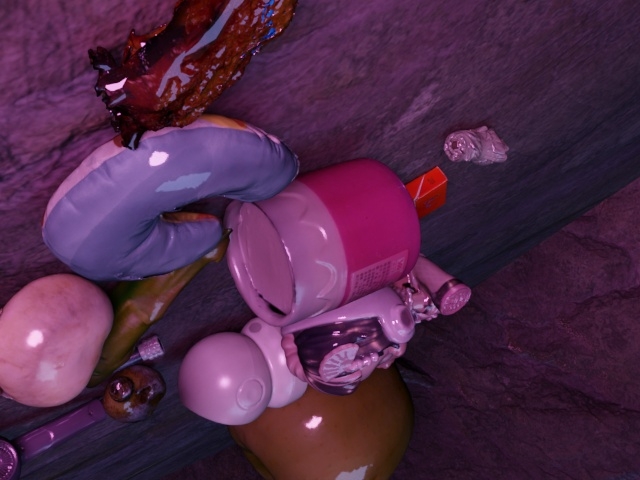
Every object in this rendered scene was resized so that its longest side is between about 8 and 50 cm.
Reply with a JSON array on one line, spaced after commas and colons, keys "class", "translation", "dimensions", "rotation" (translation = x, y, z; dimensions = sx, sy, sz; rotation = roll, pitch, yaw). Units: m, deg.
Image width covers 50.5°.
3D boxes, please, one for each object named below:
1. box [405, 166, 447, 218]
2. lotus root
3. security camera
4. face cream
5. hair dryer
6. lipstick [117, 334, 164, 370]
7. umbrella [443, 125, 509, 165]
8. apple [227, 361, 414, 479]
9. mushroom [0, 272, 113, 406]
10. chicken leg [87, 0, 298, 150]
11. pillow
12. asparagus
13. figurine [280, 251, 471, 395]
[{"class": "box", "translation": [0.107, -0.034, 1.183], "dimensions": [0.245, 0.035, 0.139], "rotation": [-29, 164, 0]}, {"class": "lotus root", "translation": [-0.345, 0.280, 1.245], "dimensions": [0.113, 0.088, 0.192], "rotation": [-52, 167, -13]}, {"class": "security camera", "translation": [-0.163, 0.259, 1.330], "dimensions": [0.236, 0.194, 0.194], "rotation": [-13, 157, -38]}, {"class": "face cream", "translation": [0.000, 0.000, 0.852], "dimensions": [0.195, 0.175, 0.175], "rotation": [-21, 162, -31]}, {"class": "hair dryer", "translation": [-0.507, 0.370, 1.238], "dimensions": [0.361, 0.121, 0.301], "rotation": [-22, 171, -43]}, {"class": "lipstick", "translation": [-0.322, 0.198, 1.140], "dimensions": [0.116, 0.037, 0.037], "rotation": [-24, 163, -7]}, {"class": "umbrella", "translation": [0.243, -0.145, 1.042], "dimensions": [0.143, 0.067, 0.062], "rotation": [-3, 120, -45]}, {"class": "apple", "translation": [0.005, 0.429, 1.683], "dimensions": [0.473, 0.473, 0.473], "rotation": [-27, 164, -9]}, {"class": "mushroom", "translation": [-0.306, 0.108, 0.765], "dimensions": [0.154, 0.122, 0.154], "rotation": [-46, 144, -48]}, {"class": "chicken leg", "translation": [-0.083, -0.147, 0.477], "dimensions": [0.234, 0.063, 0.105], "rotation": [-39, 166, 21]}, {"class": "pillow", "translation": [-0.142, -0.032, 0.646], "dimensions": [0.233, 0.086, 0.214], "rotation": [-40, 152, 27]}, {"class": "asparagus", "translation": [-0.221, 0.070, 0.851], "dimensions": [0.082, 0.085, 0.343], "rotation": [6, 136, -45]}, {"class": "figurine", "translation": [0.080, 0.142, 1.289], "dimensions": [0.361, 0.211, 0.253], "rotation": [-28, 162, -33]}]
